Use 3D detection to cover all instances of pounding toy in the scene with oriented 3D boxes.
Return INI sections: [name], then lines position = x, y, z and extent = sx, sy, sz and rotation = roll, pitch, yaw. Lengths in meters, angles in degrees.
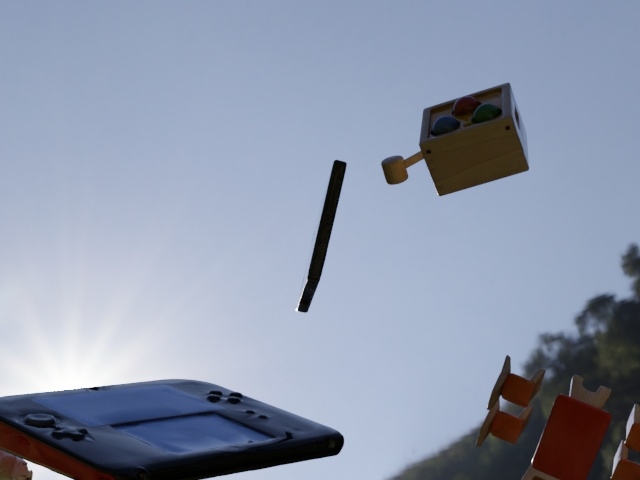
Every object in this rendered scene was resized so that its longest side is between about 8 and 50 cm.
[pounding toy]
position = 0.173, -0.144, 1.745
extent = 0.206, 0.181, 0.094
rotation = -16, -65, 15

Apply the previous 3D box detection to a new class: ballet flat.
[ballet flat]
position = -0.460, 0.344, 1.908
extent = 0.052, 0.057, 0.168
rotation = 6, -17, -5

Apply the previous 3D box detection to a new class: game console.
[game console]
position = -0.213, 0.248, 1.675
extent = 0.386, 0.060, 0.342
rotation = -1, 5, -44

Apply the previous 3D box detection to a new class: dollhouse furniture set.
[dollhouse furniture set]
position = 0.354, 0.333, 1.872
extent = 0.262, 0.135, 0.259
rotation = 21, -54, 14

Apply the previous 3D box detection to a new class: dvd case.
[dvd case]
position = 0.000, 0.000, 1.901
extent = 0.022, 0.180, 0.253
rotation = 13, -14, -2
